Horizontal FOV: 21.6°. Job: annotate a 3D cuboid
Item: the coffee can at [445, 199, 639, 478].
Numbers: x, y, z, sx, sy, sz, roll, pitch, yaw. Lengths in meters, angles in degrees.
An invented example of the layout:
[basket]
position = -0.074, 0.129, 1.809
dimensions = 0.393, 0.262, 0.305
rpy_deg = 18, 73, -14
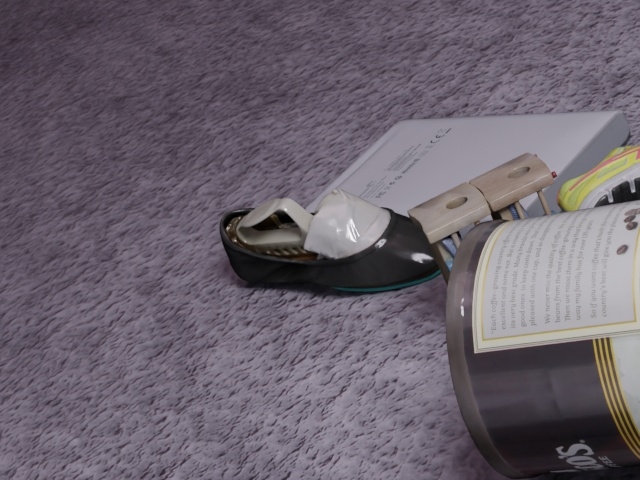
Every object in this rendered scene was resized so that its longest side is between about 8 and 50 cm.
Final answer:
[coffee can]
position = 0.258, 0.064, 1.231
dimensions = 0.275, 0.201, 0.201
rpy_deg = -10, 29, 31

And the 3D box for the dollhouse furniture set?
[dollhouse furniture set]
position = 0.180, 0.029, 1.461
dimensions = 0.129, 0.129, 0.183
rpy_deg = -27, 24, -3

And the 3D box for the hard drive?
[hard drive]
position = 0.151, -0.069, 1.790
dimensions = 0.308, 0.040, 0.203
rpy_deg = 2, 37, 45

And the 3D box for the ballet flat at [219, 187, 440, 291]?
[ballet flat]
position = 0.000, 0.000, 1.728
dimensions = 0.280, 0.096, 0.095
rpy_deg = -4, 43, 40

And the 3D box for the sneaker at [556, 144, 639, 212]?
[sneaker]
position = 0.309, -0.065, 1.552
dimensions = 0.209, 0.081, 0.094
rpy_deg = -21, 25, -21
